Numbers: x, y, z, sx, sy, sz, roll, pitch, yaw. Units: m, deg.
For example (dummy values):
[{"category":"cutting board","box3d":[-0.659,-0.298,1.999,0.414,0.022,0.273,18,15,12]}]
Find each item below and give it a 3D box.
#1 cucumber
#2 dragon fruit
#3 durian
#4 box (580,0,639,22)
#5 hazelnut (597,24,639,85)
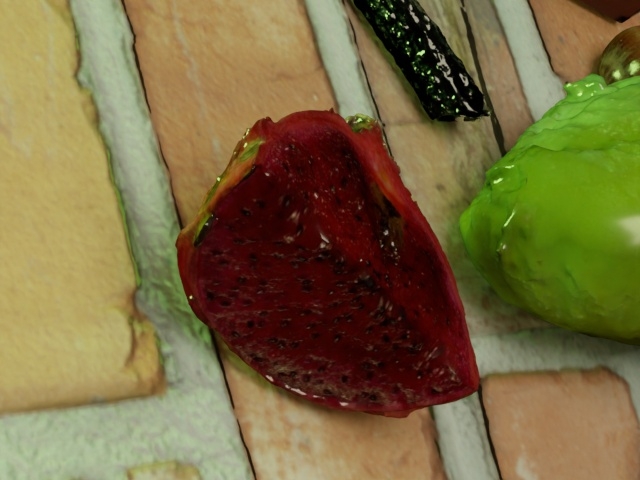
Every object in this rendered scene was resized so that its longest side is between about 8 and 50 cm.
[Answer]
[{"category":"cucumber","box3d":[0.081,-0.172,1.286,0.053,0.053,0.181,-32,87,-41]},{"category":"dragon fruit","box3d":[0.000,0.000,1.103,0.262,0.134,0.211,48,35,-27]},{"category":"durian","box3d":[0.278,-0.016,1.262,0.256,0.204,0.339,34,47,23]},{"category":"box","box3d":[0.189,-0.448,1.452,0.385,0.122,0.345,23,56,-25]},{"category":"hazelnut","box3d":[0.309,-0.161,1.430,0.086,0.086,0.086,16,59,-29]}]
